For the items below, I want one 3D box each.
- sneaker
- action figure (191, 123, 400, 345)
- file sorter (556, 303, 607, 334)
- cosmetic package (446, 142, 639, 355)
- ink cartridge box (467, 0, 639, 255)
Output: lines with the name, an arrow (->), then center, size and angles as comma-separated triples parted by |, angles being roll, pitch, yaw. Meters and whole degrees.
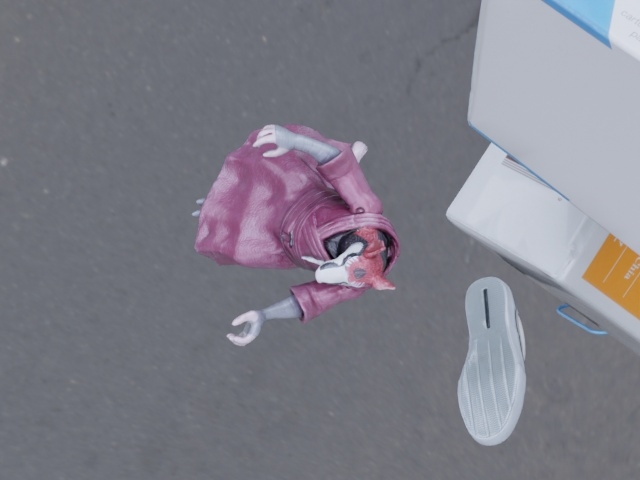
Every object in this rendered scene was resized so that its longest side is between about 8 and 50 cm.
sneaker -> 0.246, 0.172, 1.800 | 0.094, 0.091, 0.258 | -14, 47, 26
action figure -> 0.000, 0.000, 1.606 | 0.370, 0.275, 0.248 | 31, 106, 53
file sorter -> 0.339, 0.012, 1.545 | 0.104, 0.118, 0.170 | -10, 107, -17
cosmetic package -> 0.353, 0.002, 1.267 | 0.161, 0.453, 0.230 | 34, 92, 48
ink cartridge box -> 0.272, -0.162, 0.945 | 0.198, 0.197, 0.270 | 40, 68, 22
